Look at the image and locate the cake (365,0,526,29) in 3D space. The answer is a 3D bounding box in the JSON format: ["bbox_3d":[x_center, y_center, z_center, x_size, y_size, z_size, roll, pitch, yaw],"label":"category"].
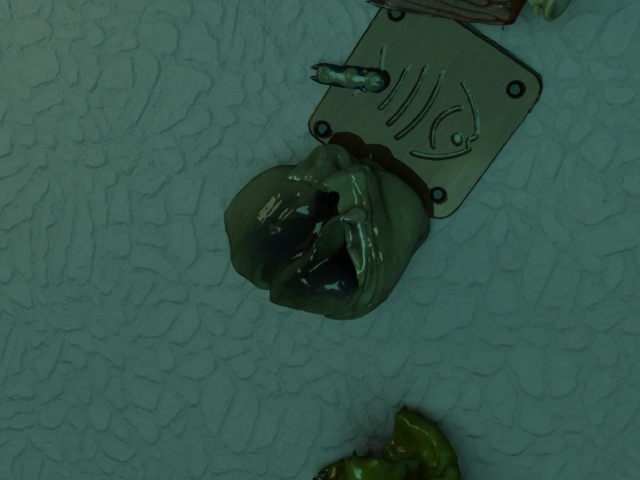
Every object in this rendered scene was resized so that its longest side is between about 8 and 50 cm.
[{"bbox_3d":[0.186,-0.375,1.269,0.287,0.098,0.135,-3,71,10],"label":"cake"}]

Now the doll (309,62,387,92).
[{"bbox_3d":[0.044,-0.255,1.372,0.125,0.027,0.037,9,113,10],"label":"doll"}]

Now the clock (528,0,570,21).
[{"bbox_3d":[0.287,-0.439,1.179,0.379,0.120,0.276,29,73,20],"label":"clock"}]

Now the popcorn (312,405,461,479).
[{"bbox_3d":[0.137,0.444,1.435,0.290,0.326,0.321,25,149,-1],"label":"popcorn"}]

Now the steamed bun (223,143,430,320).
[{"bbox_3d":[0.000,0.000,1.369,0.320,0.206,0.275,-17,104,22],"label":"steamed bun"}]

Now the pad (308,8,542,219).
[{"bbox_3d":[0.162,-0.212,1.382,0.284,0.018,0.286,35,109,1],"label":"pad"}]
